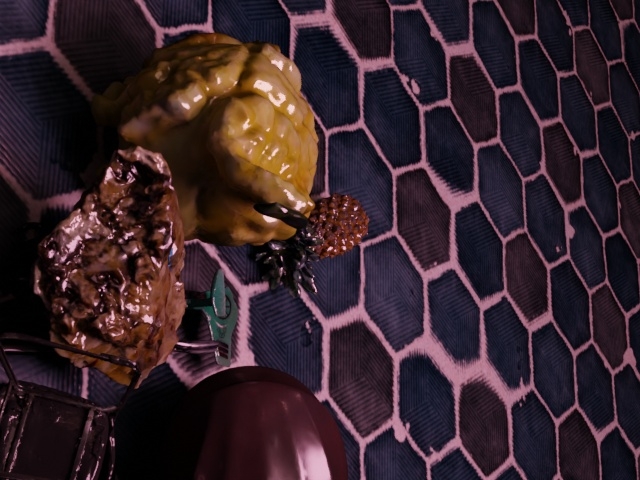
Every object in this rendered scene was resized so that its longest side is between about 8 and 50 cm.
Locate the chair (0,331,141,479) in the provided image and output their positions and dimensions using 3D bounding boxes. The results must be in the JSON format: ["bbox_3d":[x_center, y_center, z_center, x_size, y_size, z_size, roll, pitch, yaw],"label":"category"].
[{"bbox_3d":[-0.269,0.207,1.221,0.145,0.221,0.140,14,61,-5],"label":"chair"}]

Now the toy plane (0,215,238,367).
[{"bbox_3d":[-0.218,0.060,1.341,0.382,0.106,0.155,9,79,-53],"label":"toy plane"}]

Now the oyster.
[{"bbox_3d":[-0.191,0.038,1.244,0.214,0.083,0.223,-61,141,-17],"label":"oyster"}]

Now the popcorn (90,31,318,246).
[{"bbox_3d":[-0.130,-0.115,1.396,0.293,0.293,0.237,24,67,-49],"label":"popcorn"}]

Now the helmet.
[{"bbox_3d":[-0.070,0.274,1.323,0.225,0.177,0.305,-3,68,-14],"label":"helmet"}]

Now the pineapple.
[{"bbox_3d":[-0.001,0.000,1.664,0.221,0.083,0.103,-33,105,-51],"label":"pineapple"}]
